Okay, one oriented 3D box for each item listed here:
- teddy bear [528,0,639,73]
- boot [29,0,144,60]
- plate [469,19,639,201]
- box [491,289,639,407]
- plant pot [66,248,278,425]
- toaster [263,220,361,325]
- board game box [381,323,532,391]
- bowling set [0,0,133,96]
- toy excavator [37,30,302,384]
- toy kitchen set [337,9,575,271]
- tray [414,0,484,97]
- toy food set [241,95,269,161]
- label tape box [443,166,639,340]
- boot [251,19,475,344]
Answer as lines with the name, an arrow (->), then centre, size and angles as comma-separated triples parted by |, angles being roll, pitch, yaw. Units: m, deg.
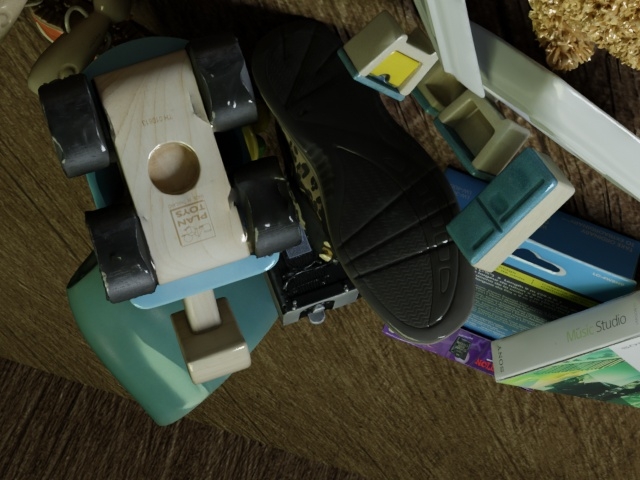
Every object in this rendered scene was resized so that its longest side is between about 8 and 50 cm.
teddy bear -> 0.256, -0.208, 1.481 | 0.245, 0.113, 0.338 | 0, 151, 45
boot -> -0.268, -0.239, 2.095 | 0.158, 0.059, 0.084 | 33, 164, -2
plate -> 0.245, -0.105, 1.686 | 0.277, 0.045, 0.278 | 34, -174, -27
box -> 0.391, 0.135, 2.074 | 0.322, 0.058, 0.232 | 14, 154, -38
plant pot -> -0.219, 0.079, 2.566 | 0.235, 0.293, 0.293 | 44, 157, -12
toaster -> 0.000, 0.000, 2.192 | 0.168, 0.186, 0.110 | -19, 164, -8
board game box -> 0.193, 0.137, 2.409 | 0.208, 0.056, 0.347 | 26, -179, 6
bowling set -> -0.370, -0.298, 1.970 | 0.200, 0.154, 0.287 | 31, 173, 43
toy excavator -> -0.158, -0.023, 2.085 | 0.222, 0.433, 0.445 | -18, -172, -5
toy kitchen set -> 0.112, -0.096, 1.738 | 0.166, 0.122, 0.207 | 19, -149, -50
tray -> 0.093, -0.240, 1.557 | 0.030, 0.145, 0.270 | -20, 153, 2
toy food set -> -0.119, -0.141, 2.174 | 0.128, 0.071, 0.218 | 56, 151, -5
label tape box -> 0.241, 0.021, 2.115 | 0.249, 0.115, 0.348 | 22, 159, 6
boot -> 0.050, -0.032, 1.954 | 0.377, 0.138, 0.284 | 58, 174, 16
